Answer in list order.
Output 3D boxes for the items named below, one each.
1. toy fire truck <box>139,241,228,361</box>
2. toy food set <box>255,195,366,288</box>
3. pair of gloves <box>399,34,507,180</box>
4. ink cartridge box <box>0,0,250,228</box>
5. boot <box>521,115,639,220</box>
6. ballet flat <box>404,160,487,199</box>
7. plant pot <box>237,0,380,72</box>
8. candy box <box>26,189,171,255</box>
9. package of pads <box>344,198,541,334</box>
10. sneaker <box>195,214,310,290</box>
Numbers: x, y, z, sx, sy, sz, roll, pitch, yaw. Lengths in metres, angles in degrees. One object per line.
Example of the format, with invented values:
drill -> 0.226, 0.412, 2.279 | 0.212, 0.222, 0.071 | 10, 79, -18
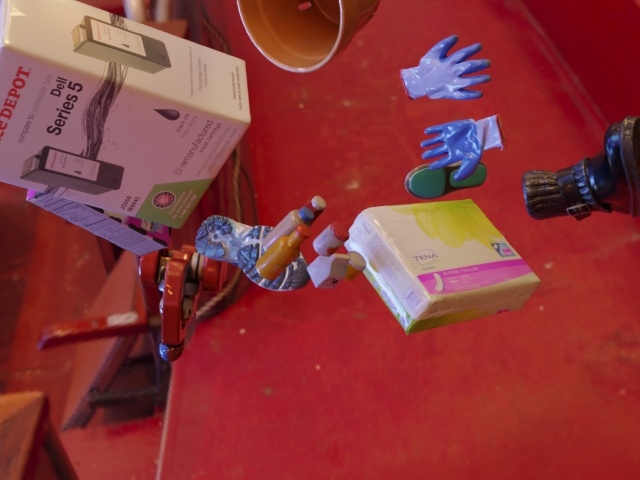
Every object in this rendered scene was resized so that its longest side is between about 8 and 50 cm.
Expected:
toy fire truck -> -0.295, 0.122, 2.030 | 0.169, 0.254, 0.302 | 5, 7, -2
toy food set -> 0.000, 0.000, 1.505 | 0.232, 0.104, 0.111 | 8, 48, -46
pair of gloves -> 0.190, -0.184, 1.337 | 0.023, 0.198, 0.159 | -23, 8, -39
ink cartridge box -> -0.243, -0.142, 1.050 | 0.272, 0.198, 0.115 | 15, 46, -27
boot -> 0.544, -0.137, 1.963 | 0.260, 0.348, 0.131 | 3, 64, 22
ballet flat -> 0.238, -0.124, 1.883 | 0.213, 0.072, 0.068 | -10, 19, -32
plant pot -> -0.006, -0.526, 2.010 | 0.291, 0.291, 0.203 | 20, 38, 34
candy box -> -0.330, -0.092, 1.452 | 0.071, 0.233, 0.159 | -18, 58, 30
package of pads -> 0.213, 0.034, 1.667 | 0.296, 0.101, 0.229 | -7, 49, -39
sneaker -> -0.108, 0.024, 1.830 | 0.283, 0.122, 0.110 | 25, 93, 39
